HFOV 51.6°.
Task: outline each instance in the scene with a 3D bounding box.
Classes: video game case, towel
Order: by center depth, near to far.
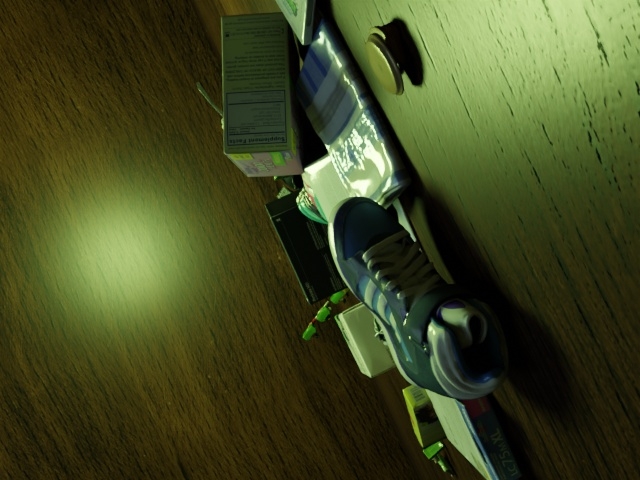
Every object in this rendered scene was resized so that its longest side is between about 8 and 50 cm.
[{"bbox_3d":[-0.047,-0.396,0.983,0.143,0.019,0.157,99,148,-58],"label":"video game case"},{"bbox_3d":[0.042,-0.175,1.042,0.285,0.034,0.209,64,162,8],"label":"towel"}]

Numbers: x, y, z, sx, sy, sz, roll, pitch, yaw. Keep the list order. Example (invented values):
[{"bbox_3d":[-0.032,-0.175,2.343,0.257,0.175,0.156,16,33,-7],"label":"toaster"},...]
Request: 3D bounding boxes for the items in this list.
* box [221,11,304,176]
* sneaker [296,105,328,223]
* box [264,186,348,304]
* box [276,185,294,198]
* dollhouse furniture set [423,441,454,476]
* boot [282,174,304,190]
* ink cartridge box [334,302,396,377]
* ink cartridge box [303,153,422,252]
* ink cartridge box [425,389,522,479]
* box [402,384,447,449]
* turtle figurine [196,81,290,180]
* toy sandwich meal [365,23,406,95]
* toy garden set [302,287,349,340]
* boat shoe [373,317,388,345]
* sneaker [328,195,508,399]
[{"bbox_3d":[-0.100,-0.256,1.210,0.213,0.117,0.243,53,-145,-83],"label":"box"},{"bbox_3d":[-0.009,-0.152,1.406,0.295,0.123,0.178,63,165,5],"label":"sneaker"},{"bbox_3d":[0.000,0.000,1.626,0.261,0.184,0.103,68,173,-26],"label":"box"},{"bbox_3d":[-0.018,-0.069,1.770,0.184,0.045,0.191,29,-174,-20],"label":"box"},{"bbox_3d":[0.356,0.625,1.933,0.151,0.058,0.076,44,-178,-42],"label":"dollhouse furniture set"},{"bbox_3d":[-0.045,-0.166,1.752,0.246,0.094,0.207,82,166,-53],"label":"boot"},{"bbox_3d":[0.139,0.282,1.938,0.198,0.114,0.273,64,175,7],"label":"ink cartridge box"},{"bbox_3d":[0.097,-0.045,1.189,0.239,0.060,0.275,-18,98,59],"label":"ink cartridge box"},{"bbox_3d":[0.268,0.323,1.210,0.311,0.065,0.186,-150,34,-84],"label":"ink cartridge box"},{"bbox_3d":[0.258,0.415,1.587,0.058,0.087,0.232,60,174,41],"label":"box"},{"bbox_3d":[-0.129,-0.285,1.510,0.266,0.198,0.275,60,177,9],"label":"turtle figurine"},{"bbox_3d":[0.080,-0.208,0.762,0.085,0.029,0.085,59,175,8],"label":"toy sandwich meal"},{"bbox_3d":[0.041,0.201,2.012,0.049,0.244,0.204,37,178,1],"label":"toy garden set"},{"bbox_3d":[0.143,0.157,1.199,0.227,0.081,0.079,46,152,-19],"label":"boat shoe"},{"bbox_3d":[0.142,0.064,0.900,0.323,0.130,0.236,64,160,1],"label":"sneaker"}]
